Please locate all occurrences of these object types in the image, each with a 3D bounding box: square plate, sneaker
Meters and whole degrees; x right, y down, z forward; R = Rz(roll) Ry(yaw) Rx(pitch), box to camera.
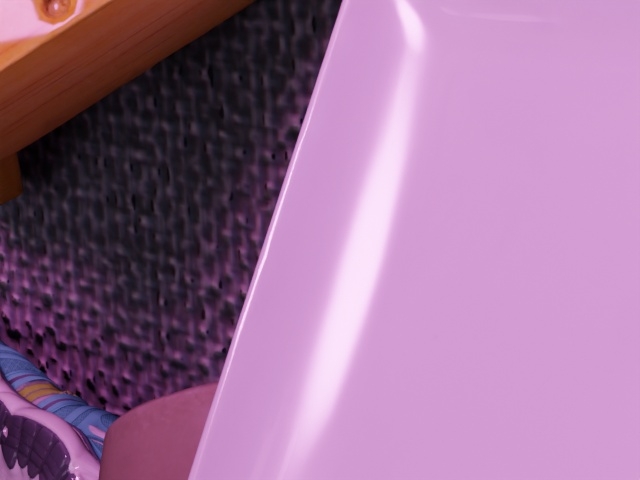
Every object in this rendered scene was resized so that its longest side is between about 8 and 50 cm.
[{"bbox_3d":[0.112,0.025,0.732,0.344,0.049,0.347,6,73,40],"label":"square plate"},{"bbox_3d":[-0.171,0.133,1.083,0.275,0.110,0.107,32,107,51],"label":"sneaker"}]

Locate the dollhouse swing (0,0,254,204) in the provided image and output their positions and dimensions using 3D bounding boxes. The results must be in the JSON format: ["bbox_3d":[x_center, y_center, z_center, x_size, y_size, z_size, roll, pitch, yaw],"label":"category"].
[{"bbox_3d":[-0.168,-0.232,0.993,0.315,0.305,0.347,-32,78,1],"label":"dollhouse swing"}]

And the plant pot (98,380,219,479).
[{"bbox_3d":[-0.019,0.193,0.895,0.263,0.263,0.229,-26,67,43],"label":"plant pot"}]
